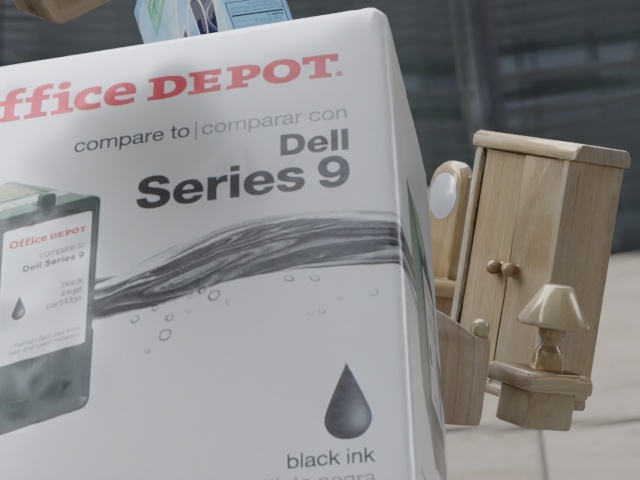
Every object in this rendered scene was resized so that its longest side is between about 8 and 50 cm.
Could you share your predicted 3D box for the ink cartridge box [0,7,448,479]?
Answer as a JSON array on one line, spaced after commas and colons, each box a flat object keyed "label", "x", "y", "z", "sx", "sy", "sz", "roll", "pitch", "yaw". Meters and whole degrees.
[{"label": "ink cartridge box", "x": -0.061, "y": 0.063, "z": 0.726, "sx": 0.211, "sy": 0.289, "sz": 0.121, "roll": -8, "pitch": -37, "yaw": 7}]

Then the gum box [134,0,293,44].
[{"label": "gum box", "x": -0.057, "y": -0.107, "z": 1.082, "sx": 0.041, "sy": 0.184, "sz": 0.157, "roll": -10, "pitch": -27, "yaw": -19}]

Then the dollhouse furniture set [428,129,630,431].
[{"label": "dollhouse furniture set", "x": 0.000, "y": 0.000, "z": 1.165, "sx": 0.356, "sy": 0.173, "sz": 0.303, "roll": 7, "pitch": 3, "yaw": -31}]

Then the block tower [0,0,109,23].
[{"label": "block tower", "x": -0.161, "y": -0.234, "z": 0.650, "sx": 0.091, "sy": 0.335, "sz": 0.097, "roll": -30, "pitch": 18, "yaw": -12}]
